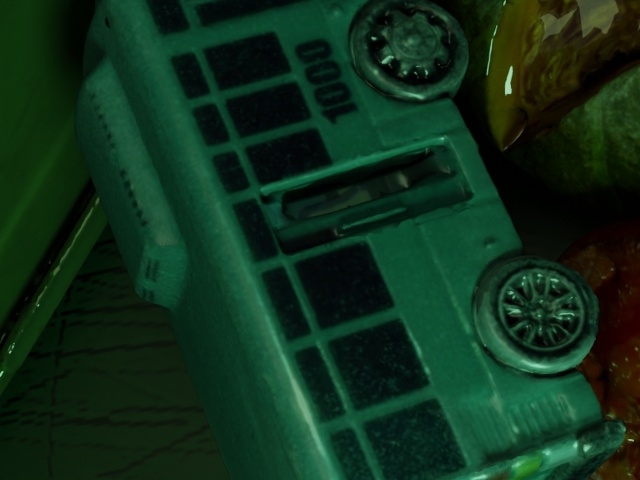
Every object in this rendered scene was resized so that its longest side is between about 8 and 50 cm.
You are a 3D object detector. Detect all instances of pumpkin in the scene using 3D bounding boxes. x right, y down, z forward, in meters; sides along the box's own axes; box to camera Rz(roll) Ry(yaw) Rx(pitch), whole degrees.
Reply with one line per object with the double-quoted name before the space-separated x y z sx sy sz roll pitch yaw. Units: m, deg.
"pumpkin" 0.150 -0.122 0.757 0.238 0.159 0.238 2 96 22

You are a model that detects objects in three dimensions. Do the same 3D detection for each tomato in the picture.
"tomato" 0.163 0.055 0.734 0.091 0.139 0.159 -28 90 -37

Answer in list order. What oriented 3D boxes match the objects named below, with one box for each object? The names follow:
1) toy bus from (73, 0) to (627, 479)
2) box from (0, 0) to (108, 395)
"toy bus" 0.000 0.000 0.736 0.147 0.128 0.256 -17 70 -19
"box" -0.230 -0.055 0.823 0.252 0.178 0.329 27 84 17
